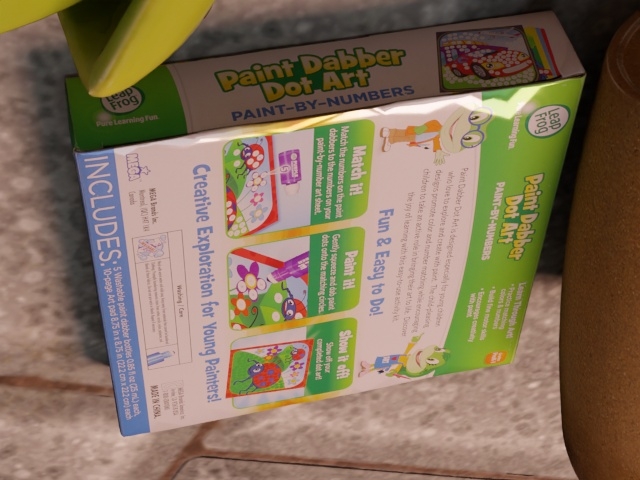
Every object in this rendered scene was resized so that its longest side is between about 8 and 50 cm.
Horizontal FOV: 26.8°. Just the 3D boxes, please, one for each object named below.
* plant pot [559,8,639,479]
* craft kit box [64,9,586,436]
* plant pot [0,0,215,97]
[{"bbox_3d":[0.226,0.000,0.699,0.237,0.237,0.254,-18,128,1],"label":"plant pot"},{"bbox_3d":[0.000,0.000,0.724,0.246,0.061,0.250,-7,141,-9],"label":"craft kit box"},{"bbox_3d":[-0.100,-0.177,0.334,0.207,0.227,0.228,7,136,-36],"label":"plant pot"}]
